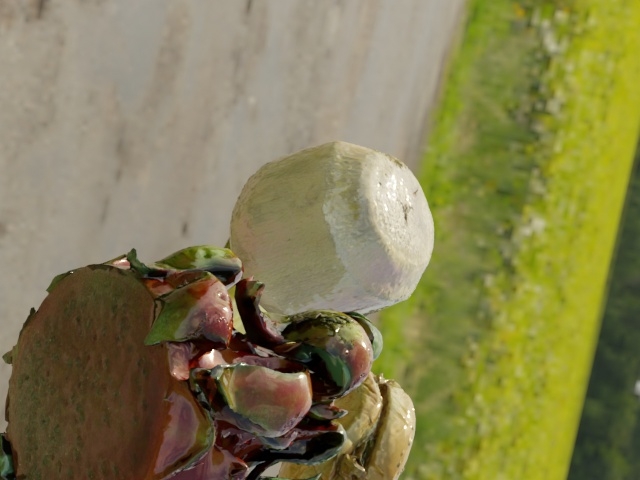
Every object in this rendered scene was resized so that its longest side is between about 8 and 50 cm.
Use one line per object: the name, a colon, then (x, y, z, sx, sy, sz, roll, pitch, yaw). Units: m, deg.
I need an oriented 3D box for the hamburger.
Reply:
hamburger: (0.021, 0.180, 1.510, 0.138, 0.083, 0.147, -51, -163, 44)

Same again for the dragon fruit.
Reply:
dragon fruit: (-0.058, 0.071, 0.732, 0.142, 0.175, 0.138, -174, -96, -76)

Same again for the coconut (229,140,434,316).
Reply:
coconut: (0.000, 0.000, 1.026, 0.110, 0.124, 0.110, 28, 54, -47)

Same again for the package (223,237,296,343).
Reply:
package: (-0.065, 0.089, 1.228, 0.226, 0.090, 0.168, -35, 100, -44)
